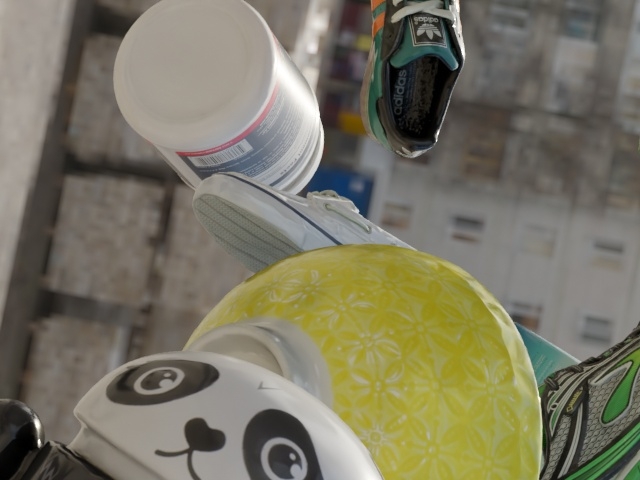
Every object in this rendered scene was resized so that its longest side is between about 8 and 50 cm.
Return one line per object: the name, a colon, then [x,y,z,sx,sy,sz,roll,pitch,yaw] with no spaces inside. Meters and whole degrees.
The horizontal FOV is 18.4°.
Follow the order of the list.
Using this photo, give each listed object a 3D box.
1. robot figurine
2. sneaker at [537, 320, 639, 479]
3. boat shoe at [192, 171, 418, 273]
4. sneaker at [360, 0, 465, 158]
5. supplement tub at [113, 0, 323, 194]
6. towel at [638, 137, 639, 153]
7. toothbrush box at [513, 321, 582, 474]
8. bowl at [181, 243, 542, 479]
robot figurine: [-0.084,0.182,0.867,0.278,0.209,0.173,-56,-157,-8]
sneaker: [0.242,0.121,1.564,0.343,0.146,0.134,-60,166,-14]
boat shoe: [0.000,0.000,1.552,0.083,0.226,0.075,-19,-138,51]
sneaker: [0.103,-0.233,2.011,0.121,0.108,0.302,-141,-130,-70]
supplement tub: [-0.111,-0.156,2.290,0.272,0.191,0.191,50,50,-67]
towel: [0.355,-0.158,1.872,0.023,0.113,0.152,30,-56,46]
toothbrush box: [0.295,0.217,1.934,0.126,0.216,0.295,-57,-154,0]
bowl: [-0.014,0.127,1.300,0.156,0.289,0.289,23,75,-49]
